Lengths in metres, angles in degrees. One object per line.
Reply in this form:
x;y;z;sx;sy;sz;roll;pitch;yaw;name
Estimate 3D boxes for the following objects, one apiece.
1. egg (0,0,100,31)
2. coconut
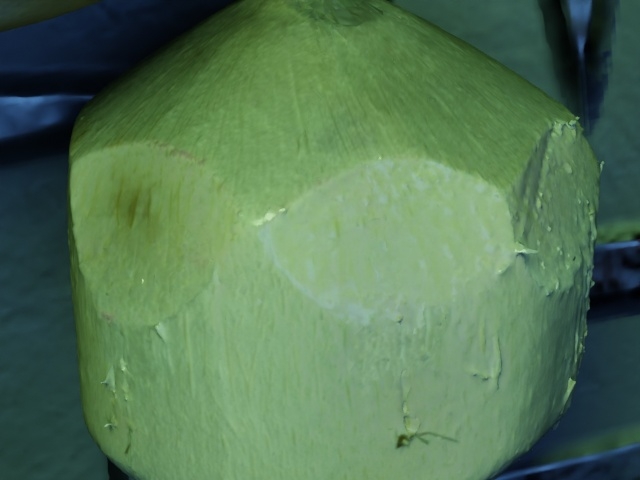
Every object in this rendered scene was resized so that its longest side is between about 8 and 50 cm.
-0.118;-0.145;0.411;0.244;0.201;0.201;20;105;-32;egg
0.003;0.000;0.514;0.161;0.161;0.162;0;119;-12;coconut
